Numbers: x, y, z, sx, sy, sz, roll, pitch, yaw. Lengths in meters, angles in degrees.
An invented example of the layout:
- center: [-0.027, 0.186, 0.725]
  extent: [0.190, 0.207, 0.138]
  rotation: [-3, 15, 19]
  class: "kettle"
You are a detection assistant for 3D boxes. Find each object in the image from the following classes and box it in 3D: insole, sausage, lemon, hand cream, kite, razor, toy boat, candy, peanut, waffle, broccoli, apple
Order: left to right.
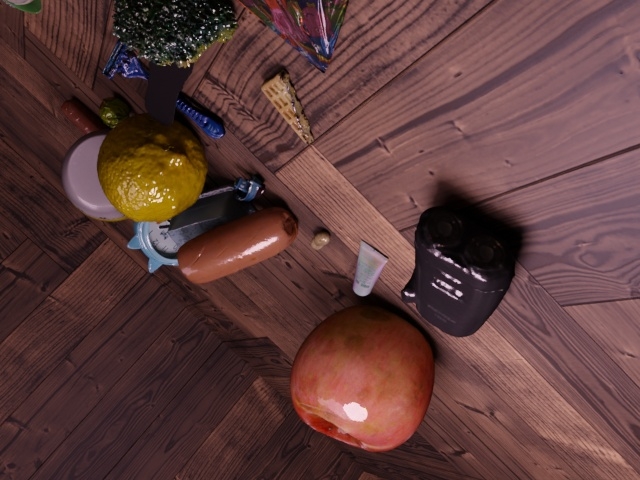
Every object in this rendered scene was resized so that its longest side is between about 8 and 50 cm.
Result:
- center: [-0.715, -0.368, 2.192]
  extent: [0.169, 0.065, 0.065]
  rotation: [43, 159, -3]
  class: "sausage"
- center: [-0.477, -0.291, 1.945]
  extent: [0.262, 0.073, 0.077]
  rotation: [36, 149, -6]
  class: "candy"
- center: [-0.417, -0.175, 1.781]
  extent: [0.268, 0.268, 0.322]
  rotation: [46, 155, -14]
  class: "lemon"
- center: [-0.324, -0.350, 1.538]
  extent: [0.109, 0.007, 0.322]
  rotation: [36, 146, 2]
  class: "insole"
- center: [-0.341, -0.332, 1.647]
  extent: [0.324, 0.093, 0.056]
  rotation: [35, -160, 5]
  class: "razor"
- center: [-0.245, -0.390, 1.278]
  extent: [0.219, 0.194, 0.194]
  rotation: [10, 151, 11]
  class: "broccoli"
- center: [-0.200, 0.010, 1.772]
  extent: [0.121, 0.304, 0.121]
  rotation: [-23, -90, -78]
  class: "sausage"
- center: [-0.177, -0.127, 1.745]
  extent: [0.061, 0.060, 0.137]
  rotation: [25, 169, -21]
  class: "toy boat"
- center: [-0.040, -0.354, 1.137]
  extent: [0.321, 0.016, 0.234]
  rotation: [21, 153, 43]
  class: "kite"
- center: [-0.045, -0.243, 1.346]
  extent: [0.153, 0.023, 0.097]
  rotation: [50, 158, -19]
  class: "waffle"
- center: [0.000, 0.000, 1.733]
  extent: [0.037, 0.037, 0.083]
  rotation: [40, 155, 2]
  class: "peanut"
- center: [0.109, 0.336, 1.819]
  extent: [0.364, 0.364, 0.364]
  rotation: [34, 158, 16]
  class: "apple"
- center: [0.111, 0.068, 1.678]
  extent: [0.076, 0.047, 0.174]
  rotation: [35, 150, 16]
  class: "hand cream"
- center: [0.248, 0.064, 1.334]
  extent: [0.189, 0.107, 0.327]
  rotation: [34, 159, 17]
  class: "razor"

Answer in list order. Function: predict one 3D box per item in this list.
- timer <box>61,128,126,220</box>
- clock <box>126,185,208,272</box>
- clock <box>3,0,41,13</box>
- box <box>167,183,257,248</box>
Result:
- center: [-0.608, -0.178, 2.126]
  extent: [0.285, 0.285, 0.285]
  rotation: [34, 158, 16]
  class: "timer"
- center: [-0.414, -0.047, 2.008]
  extent: [0.094, 0.274, 0.224]
  rotation: [20, 149, 49]
  class: "clock"
- center: [-0.717, -0.617, 1.644]
  extent: [0.144, 0.103, 0.231]
  rotation: [6, 142, 54]
  class: "clock"
- center: [-0.282, -0.043, 1.904]
  extent: [0.227, 0.130, 0.162]
  rotation: [-13, 131, 24]
  class: "box"
